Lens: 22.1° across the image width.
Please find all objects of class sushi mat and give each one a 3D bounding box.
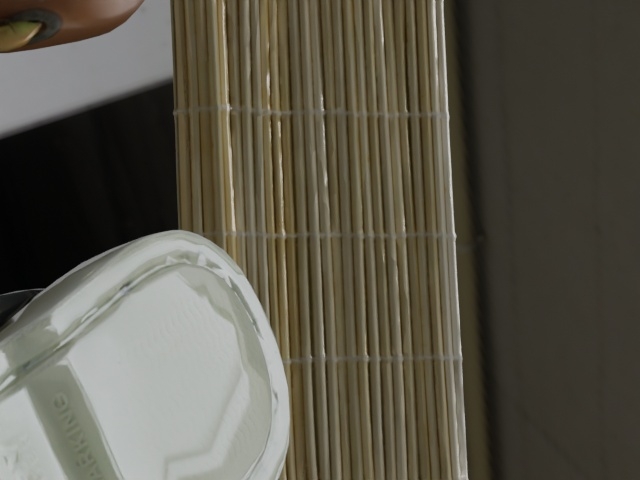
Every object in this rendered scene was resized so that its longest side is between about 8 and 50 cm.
[{"bbox_3d":[0.000,0.000,0.866,0.019,0.151,0.316,171,-84,-74],"label":"sushi mat"}]

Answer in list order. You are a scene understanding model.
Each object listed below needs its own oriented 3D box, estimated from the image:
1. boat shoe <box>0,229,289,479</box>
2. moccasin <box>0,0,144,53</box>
[{"bbox_3d":[-0.133,0.082,0.395,0.113,0.340,0.127,-17,-79,30],"label":"boat shoe"},{"bbox_3d":[-0.226,-0.094,0.368,0.147,0.380,0.139,97,-13,-47],"label":"moccasin"}]
